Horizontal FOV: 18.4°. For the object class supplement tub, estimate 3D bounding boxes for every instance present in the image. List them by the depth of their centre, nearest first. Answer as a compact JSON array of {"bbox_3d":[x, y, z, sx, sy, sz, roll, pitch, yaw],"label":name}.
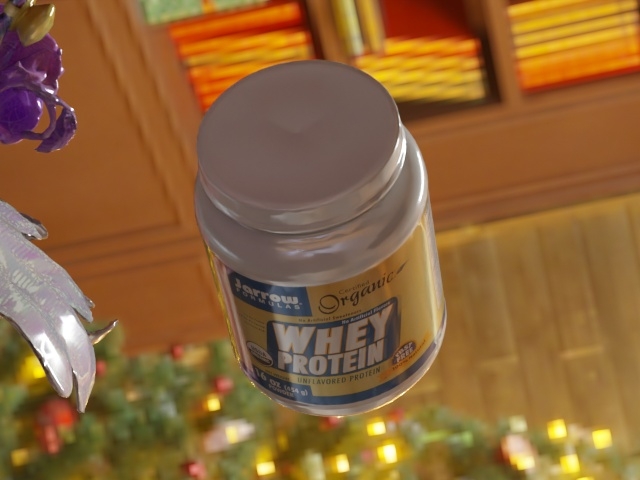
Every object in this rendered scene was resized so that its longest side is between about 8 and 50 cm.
[{"bbox_3d":[0.000,0.000,1.228,0.200,0.144,0.144,77,5,-49],"label":"supplement tub"}]

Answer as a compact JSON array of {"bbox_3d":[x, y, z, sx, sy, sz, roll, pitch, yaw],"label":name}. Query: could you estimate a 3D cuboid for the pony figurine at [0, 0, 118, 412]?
[{"bbox_3d":[-0.215,-0.097,0.909,0.363,0.351,0.303,-62,-175,-8],"label":"pony figurine"}]
